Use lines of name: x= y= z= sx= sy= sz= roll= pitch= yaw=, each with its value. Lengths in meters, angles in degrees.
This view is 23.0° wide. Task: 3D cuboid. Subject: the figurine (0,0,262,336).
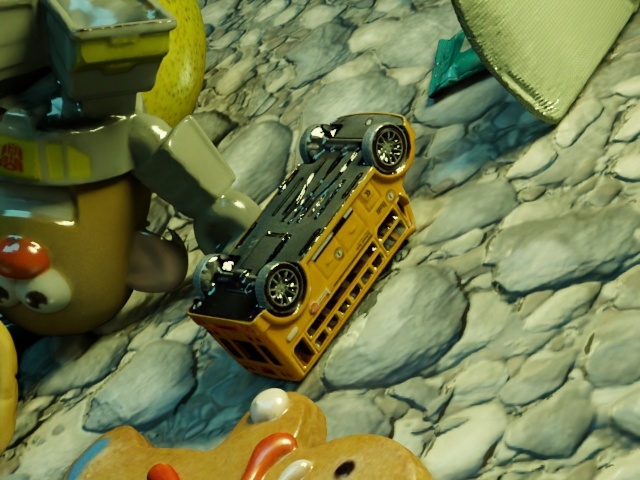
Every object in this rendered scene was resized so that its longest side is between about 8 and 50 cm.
figurine: x=-0.204 y=-0.059 z=1.206 sx=0.343 sy=0.284 sz=0.167 roll=24 pitch=36 yaw=32

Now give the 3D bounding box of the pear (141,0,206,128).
pear: x=-0.239 y=-0.164 z=1.404 sx=0.294 sy=0.294 sz=0.294 roll=-27 pitch=30 yaw=17

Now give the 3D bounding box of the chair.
chair: x=0.244 y=-0.246 z=1.113 sx=0.186 sy=0.160 sz=0.319 roll=-8 pitch=36 yaw=43

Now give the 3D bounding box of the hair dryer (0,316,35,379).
hair dryer: x=-0.242 y=0.090 z=1.286 sx=0.079 sy=0.031 sz=0.083 roll=-23 pitch=44 yaw=6

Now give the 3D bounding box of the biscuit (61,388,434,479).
biscuit: x=-0.070 y=0.169 z=0.958 sx=0.324 sy=0.049 sz=0.205 roll=-6 pitch=40 yaw=40

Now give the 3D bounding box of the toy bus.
toy bus: x=0.000 y=0.000 z=1.084 sx=0.083 sy=0.088 sz=0.194 roll=6 pitch=52 yaw=50

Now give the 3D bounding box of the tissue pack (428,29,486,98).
tissue pack: x=0.145 y=-0.163 z=1.231 sx=0.138 sy=0.028 sz=0.085 roll=-25 pitch=27 yaw=29

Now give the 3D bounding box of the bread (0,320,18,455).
bread: x=-0.299 y=0.090 z=1.242 sx=0.081 sy=0.134 sz=0.225 roll=-11 pitch=19 yaw=-26
